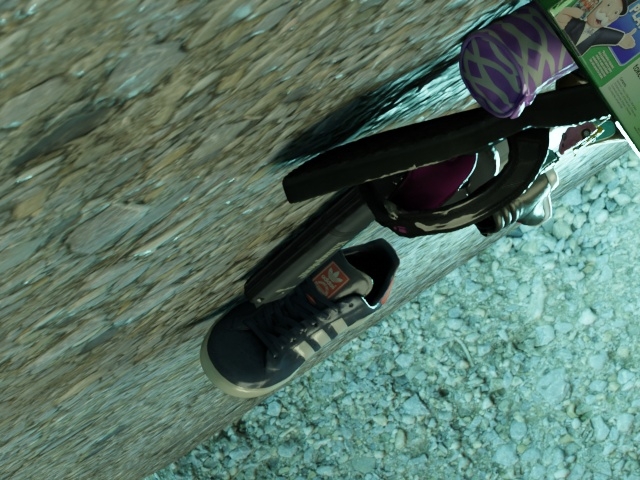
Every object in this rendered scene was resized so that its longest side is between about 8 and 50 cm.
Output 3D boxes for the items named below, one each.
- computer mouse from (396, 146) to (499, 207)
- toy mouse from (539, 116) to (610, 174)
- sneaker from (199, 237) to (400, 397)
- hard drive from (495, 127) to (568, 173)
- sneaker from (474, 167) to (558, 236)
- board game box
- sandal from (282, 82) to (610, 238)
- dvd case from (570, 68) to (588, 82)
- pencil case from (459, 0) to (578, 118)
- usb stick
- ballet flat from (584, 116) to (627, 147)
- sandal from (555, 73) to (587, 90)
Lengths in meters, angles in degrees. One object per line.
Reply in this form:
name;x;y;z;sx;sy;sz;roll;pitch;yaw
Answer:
computer mouse;0.165;-0.077;1.753;0.188;0.072;0.272;-35;172;8
toy mouse;0.341;-0.134;1.956;0.143;0.031;0.161;-29;171;-28
sneaker;-0.019;0.087;1.889;0.350;0.131;0.148;-33;168;-45
hard drive;0.284;-0.128;2.047;0.307;0.040;0.203;-38;171;37
sneaker;0.314;-0.063;2.362;0.146;0.105;0.296;-31;166;-4
board game box;0.323;-0.196;1.197;0.213;0.046;0.317;-39;144;9
sandal;0.151;-0.074;1.346;0.167;0.107;0.445;-10;-174;46
dvd case;0.337;-0.218;1.396;0.179;0.030;0.239;-33;-163;3
pencil case;0.222;-0.184;1.263;0.206;0.088;0.086;-29;165;-25
usb stick;0.000;0.000;1.661;0.077;0.045;0.278;-27;170;-45
ballet flat;0.507;-0.195;2.380;0.168;0.057;0.052;-7;-177;1
sandal;0.355;-0.219;1.535;0.219;0.090;0.060;-41;-154;5
